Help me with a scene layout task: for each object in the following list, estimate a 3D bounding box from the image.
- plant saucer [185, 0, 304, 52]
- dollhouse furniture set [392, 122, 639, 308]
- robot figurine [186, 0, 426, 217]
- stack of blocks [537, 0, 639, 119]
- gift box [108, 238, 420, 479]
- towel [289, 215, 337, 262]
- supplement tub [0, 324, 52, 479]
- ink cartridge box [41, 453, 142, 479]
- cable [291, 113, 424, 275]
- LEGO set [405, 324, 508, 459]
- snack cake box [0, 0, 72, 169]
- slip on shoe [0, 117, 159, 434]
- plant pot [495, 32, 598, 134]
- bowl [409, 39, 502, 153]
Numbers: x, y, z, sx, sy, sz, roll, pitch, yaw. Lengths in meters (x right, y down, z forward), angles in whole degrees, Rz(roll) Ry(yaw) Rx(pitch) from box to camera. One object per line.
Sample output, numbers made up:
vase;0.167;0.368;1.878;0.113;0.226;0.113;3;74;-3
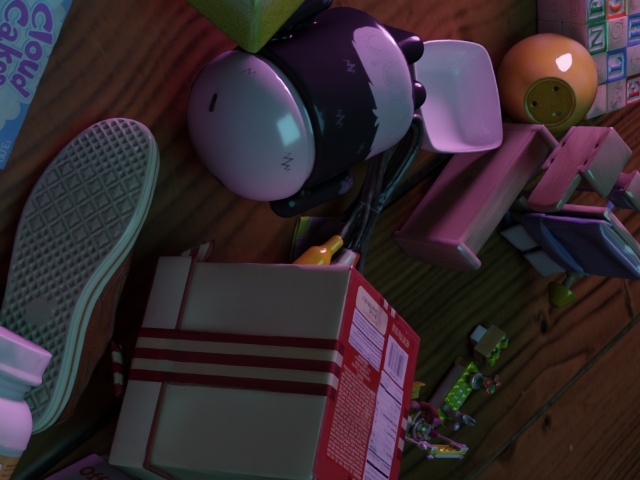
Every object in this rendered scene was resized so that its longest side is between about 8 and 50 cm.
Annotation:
plant saucer;-0.079;-0.315;1.279;0.188;0.045;0.188;39;71;2
dollhouse furniture set;0.302;0.023;1.630;0.303;0.286;0.198;44;73;-28
robot figurine;-0.014;-0.152;1.381;0.278;0.173;0.209;-28;88;-33
stack of blocks;0.382;-0.330;1.729;0.171;0.087;0.297;-19;115;-36
gift box;-0.056;0.148;1.344;0.255;0.258;0.276;53;43;-53
towel;0.000;0.000;1.544;0.083;0.009;0.060;4;101;-42
supplement tub;-0.393;0.196;1.106;0.228;0.228;0.316;34;80;-42
ink cartridge box;-0.278;0.348;1.275;0.273;0.197;0.114;-25;119;-33
cable;0.054;-0.013;1.512;0.287;0.072;0.139;-51;139;-1
LEGO set;0.173;0.217;1.696;0.287;0.107;0.132;-18;114;-37
snack cake box;-0.313;-0.214;1.135;0.152;0.089;0.264;20;94;-42
slip on shoe;-0.246;0.034;1.284;0.101;0.123;0.331;40;66;-75
plant pot;0.293;-0.191;1.641;0.095;0.134;0.134;-72;158;-68
bowl;0.155;-0.174;1.580;0.142;0.053;0.142;-6;86;-40
